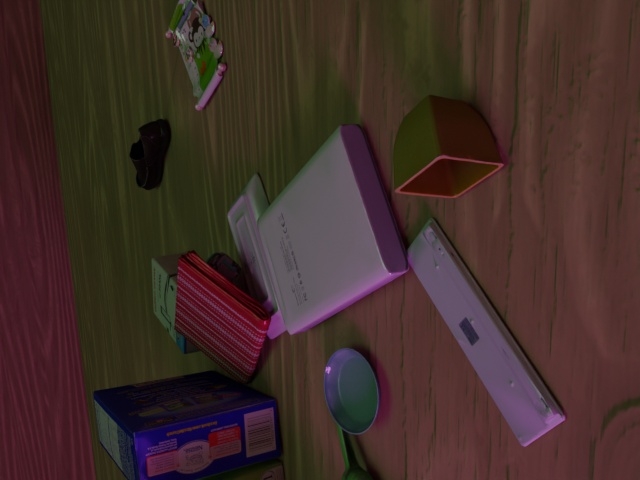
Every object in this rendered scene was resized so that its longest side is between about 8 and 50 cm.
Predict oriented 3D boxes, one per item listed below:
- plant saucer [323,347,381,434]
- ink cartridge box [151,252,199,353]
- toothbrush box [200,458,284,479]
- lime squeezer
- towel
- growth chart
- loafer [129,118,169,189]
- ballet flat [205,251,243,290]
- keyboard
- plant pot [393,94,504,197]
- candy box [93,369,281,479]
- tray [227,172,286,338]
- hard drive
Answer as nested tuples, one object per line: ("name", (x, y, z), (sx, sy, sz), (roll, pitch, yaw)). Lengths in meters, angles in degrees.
("plant saucer", (0.048, 0.210, 0.883), (0.119, 0.021, 0.119), (0, 90, 52))
("ink cartridge box", (-0.300, 0.134, 1.384), (0.203, 0.086, 0.148), (32, 125, 50))
("toothbrush box", (-0.204, 0.530, 1.143), (0.122, 0.283, 0.206), (-2, 95, 59))
("lime squeezer", (0.072, 0.348, 0.862), (0.310, 0.059, 0.109), (49, 137, 42))
("towel", (-0.187, 0.150, 1.154), (0.199, 0.031, 0.274), (37, 144, 12))
("growth chart", (-0.244, -0.378, 1.220), (0.172, 0.021, 0.237), (-50, 56, 50))
("loafer", (-0.422, -0.205, 1.498), (0.080, 0.078, 0.220), (62, 144, 28))
("ballet flat", (-0.186, 0.105, 1.199), (0.079, 0.077, 0.221), (37, 146, 13))
("keyboard", (0.168, 0.093, 0.682), (0.256, 0.014, 0.072), (62, 149, 29))
("plant pot", (0.122, -0.099, 0.641), (0.081, 0.082, 0.083), (-39, 54, 55))
("candy box", (-0.269, 0.354, 1.216), (0.317, 0.268, 0.122), (3, 96, 59))
("tray", (-0.109, 0.032, 1.098), (0.145, 0.030, 0.270), (-41, 63, 56))
("hard drive", (0.000, 0.000, 0.893), (0.307, 0.040, 0.203), (-40, 63, 56))
